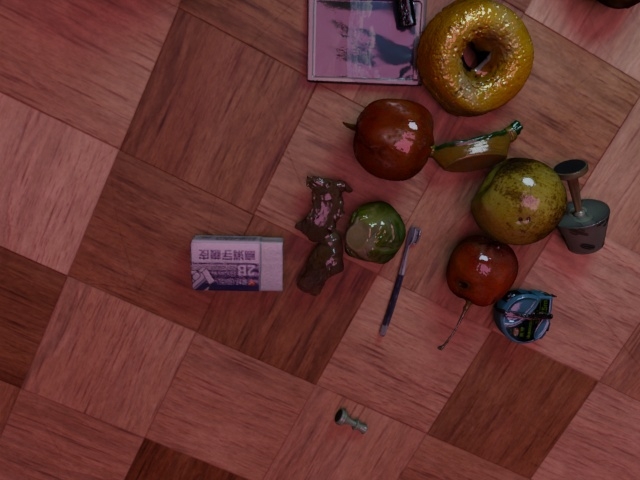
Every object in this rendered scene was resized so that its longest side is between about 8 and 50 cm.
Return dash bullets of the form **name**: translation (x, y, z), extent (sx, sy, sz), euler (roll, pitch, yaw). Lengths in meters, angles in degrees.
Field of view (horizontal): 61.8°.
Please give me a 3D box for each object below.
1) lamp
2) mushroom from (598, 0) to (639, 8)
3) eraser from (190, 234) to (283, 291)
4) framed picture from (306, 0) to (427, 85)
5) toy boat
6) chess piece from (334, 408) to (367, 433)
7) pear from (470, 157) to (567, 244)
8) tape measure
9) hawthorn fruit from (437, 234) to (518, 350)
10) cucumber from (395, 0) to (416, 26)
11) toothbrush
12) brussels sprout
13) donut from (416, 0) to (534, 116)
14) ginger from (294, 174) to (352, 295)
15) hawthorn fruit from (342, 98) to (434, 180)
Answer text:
- **lamp**: translation (0.588, -0.076, 1.214), extent (0.121, 0.121, 0.215), euler (-23, 115, 4)
- **mushroom**: translation (0.586, -0.584, 1.061), extent (0.194, 0.138, 0.232), euler (1, 100, -22)
- **eraser**: translation (-0.192, 0.054, 1.248), extent (0.210, 0.068, 0.125), euler (1, 103, -3)
- **framed picture**: translation (0.098, -0.434, 1.154), extent (0.259, 0.023, 0.189), euler (1, 102, -2)
- **toy boat**: translation (0.346, -0.210, 1.201), extent (0.229, 0.089, 0.088), euler (-10, 66, 1)
- **chess piece**: translation (0.084, 0.476, 1.388), extent (0.093, 0.042, 0.042), euler (33, 101, -15)
- **pear**: translation (0.439, -0.079, 1.167), extent (0.197, 0.197, 0.197), euler (-1, 105, -2)
- **tape measure**: translation (0.495, 0.185, 1.304), extent (0.146, 0.081, 0.125), euler (4, 102, -3)
- **hawthorn fruit**: translation (0.355, 0.130, 1.245), extent (0.165, 0.165, 0.286), euler (13, 102, -5)
- **cucumber**: translation (0.171, -0.526, 1.106), extent (0.043, 0.039, 0.163), euler (-18, 104, -20)
- **toothbrush**: translation (0.191, 0.103, 1.300), extent (0.026, 0.024, 0.288), euler (10, 104, -19)
- **brussels sprout**: translation (0.127, -0.018, 1.206), extent (0.117, 0.155, 0.155), euler (12, 108, 32)
- **donut**: translation (0.331, -0.385, 1.134), extent (0.253, 0.118, 0.254), euler (-6, 115, -12)
- **ginger**: translation (0.000, -0.002, 1.231), extent (0.122, 0.084, 0.290), euler (4, 106, -10)
- **hawthorn fruit**: translation (0.140, -0.220, 1.136), extent (0.200, 0.179, 0.179), euler (20, 104, 2)
